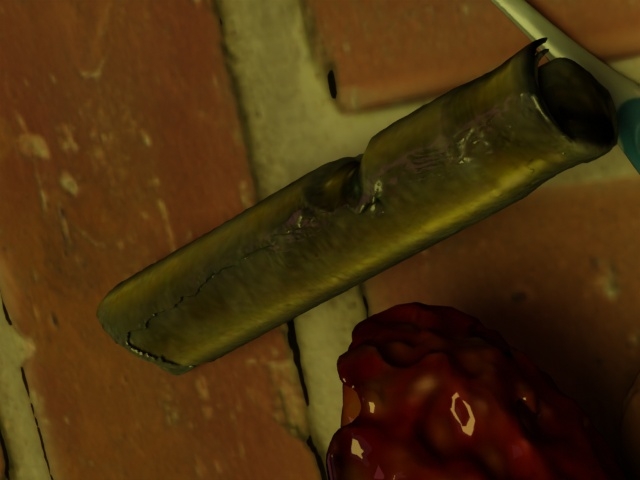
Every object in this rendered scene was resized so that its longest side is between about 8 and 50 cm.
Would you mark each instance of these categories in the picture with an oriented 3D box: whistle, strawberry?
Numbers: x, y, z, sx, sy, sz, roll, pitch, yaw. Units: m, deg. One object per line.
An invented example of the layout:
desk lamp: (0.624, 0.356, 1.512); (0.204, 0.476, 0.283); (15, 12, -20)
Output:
whistle: (0.000, 0.001, 0.588); (0.068, 0.057, 0.326); (46, 133, -16)
strawberry: (0.100, 0.186, 0.512); (0.149, 0.265, 0.336); (-13, 99, 6)

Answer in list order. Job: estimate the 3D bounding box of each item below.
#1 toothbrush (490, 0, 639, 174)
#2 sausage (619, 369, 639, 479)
toothbrush: (0.168, -0.027, 0.525); (0.386, 0.040, 0.040); (45, 120, 7)
sausage: (0.213, 0.192, 0.534); (0.078, 0.078, 0.304); (-31, 87, 32)
